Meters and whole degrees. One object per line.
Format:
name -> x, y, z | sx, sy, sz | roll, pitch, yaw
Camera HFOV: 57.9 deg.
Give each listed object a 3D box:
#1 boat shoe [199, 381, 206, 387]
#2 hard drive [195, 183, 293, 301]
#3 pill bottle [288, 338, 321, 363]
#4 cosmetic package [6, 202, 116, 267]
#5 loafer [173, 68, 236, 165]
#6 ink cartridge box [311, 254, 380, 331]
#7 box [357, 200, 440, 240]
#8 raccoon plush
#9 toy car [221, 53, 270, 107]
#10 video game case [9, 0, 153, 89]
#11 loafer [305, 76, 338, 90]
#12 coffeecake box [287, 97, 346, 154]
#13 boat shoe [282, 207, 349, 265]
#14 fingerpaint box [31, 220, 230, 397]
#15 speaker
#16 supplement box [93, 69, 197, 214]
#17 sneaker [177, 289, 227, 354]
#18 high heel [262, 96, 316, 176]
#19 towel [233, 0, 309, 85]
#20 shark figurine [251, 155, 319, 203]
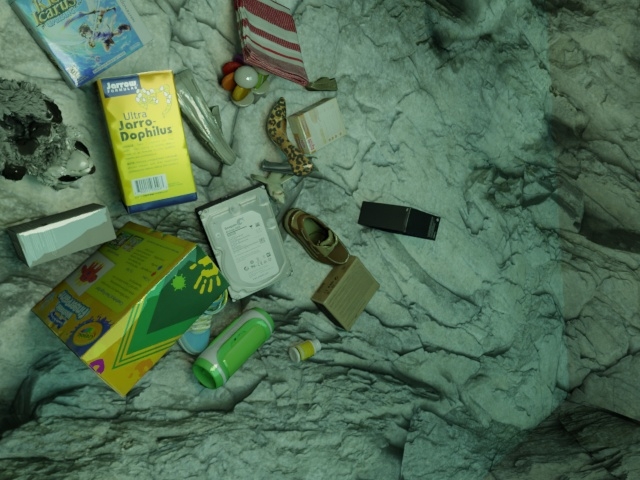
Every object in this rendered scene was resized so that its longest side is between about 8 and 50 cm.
boat shoe -> -0.358, 0.434, 1.950 | 0.042, 0.048, 0.133 | 41, 77, -45
hard drive -> -0.246, 0.008, 1.918 | 0.236, 0.064, 0.339 | -23, 112, -17
pill bottle -> -0.057, 0.413, 2.179 | 0.116, 0.065, 0.065 | -19, 109, -35
cosmetic package -> -0.689, -0.019, 1.551 | 0.238, 0.127, 0.107 | -27, 113, -34
loafer -> -0.348, -0.371, 1.773 | 0.111, 0.112, 0.319 | -43, 122, -15
ink cartridge box -> 0.100, 0.201, 2.253 | 0.235, 0.088, 0.193 | -52, 127, -20
box -> 0.303, -0.078, 2.254 | 0.184, 0.261, 0.103 | 17, 87, -39
raccoon plush -> -0.767, -0.306, 1.451 | 0.446, 0.299, 0.216 | 45, 84, -1
toy car -> -0.236, -0.525, 1.832 | 0.136, 0.159, 0.182 | 42, 63, 4
video game case -> -0.625, -0.581, 1.544 | 0.269, 0.061, 0.244 | -44, 121, -24
loafer -> 0.002, -0.558, 2.062 | 0.148, 0.056, 0.050 | -13, 106, -47
coffeecake box -> -0.010, -0.410, 2.066 | 0.185, 0.068, 0.142 | -34, 118, -30
boat shoe -> 0.000, 0.000, 2.115 | 0.324, 0.119, 0.123 | 36, 75, -37
fingerpaint box -> -0.508, 0.154, 1.522 | 0.371, 0.444, 0.163 | -48, 124, -23
speaker -> -0.284, 0.352, 1.915 | 0.296, 0.131, 0.131 | -43, 123, -40
supplement box -> -0.482, -0.276, 1.600 | 0.195, 0.194, 0.357 | -14, 108, -20
sneaker -> -0.371, 0.229, 1.800 | 0.127, 0.208, 0.319 | -15, 109, -37
high heel -> -0.086, -0.345, 1.933 | 0.093, 0.186, 0.262 | 11, 88, -72
towel -> -0.155, -0.650, 1.813 | 0.237, 0.037, 0.329 | 11, 56, -40
shark figurine -> -0.128, -0.209, 2.011 | 0.278, 0.166, 0.116 | -53, 153, -40
